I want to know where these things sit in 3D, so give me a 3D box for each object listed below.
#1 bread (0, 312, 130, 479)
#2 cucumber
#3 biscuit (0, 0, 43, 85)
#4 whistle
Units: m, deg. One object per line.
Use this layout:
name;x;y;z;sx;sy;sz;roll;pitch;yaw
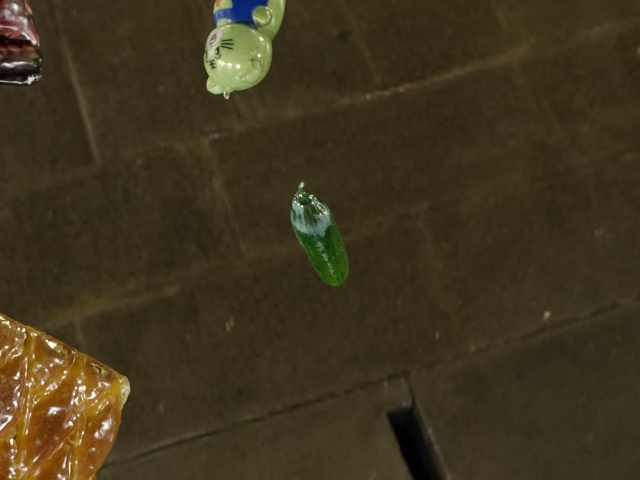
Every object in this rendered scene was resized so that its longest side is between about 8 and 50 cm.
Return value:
bread;-0.423;0.230;1.552;0.207;0.279;0.279;-2;59;51
cucumber;0.000;0.000;1.632;0.056;0.250;0.056;-7;59;12
biscuit;-0.314;-0.244;1.057;0.151;0.063;0.235;-4;89;-16
whistle;-0.095;-0.285;1.613;0.085;0.105;0.227;20;74;-35
